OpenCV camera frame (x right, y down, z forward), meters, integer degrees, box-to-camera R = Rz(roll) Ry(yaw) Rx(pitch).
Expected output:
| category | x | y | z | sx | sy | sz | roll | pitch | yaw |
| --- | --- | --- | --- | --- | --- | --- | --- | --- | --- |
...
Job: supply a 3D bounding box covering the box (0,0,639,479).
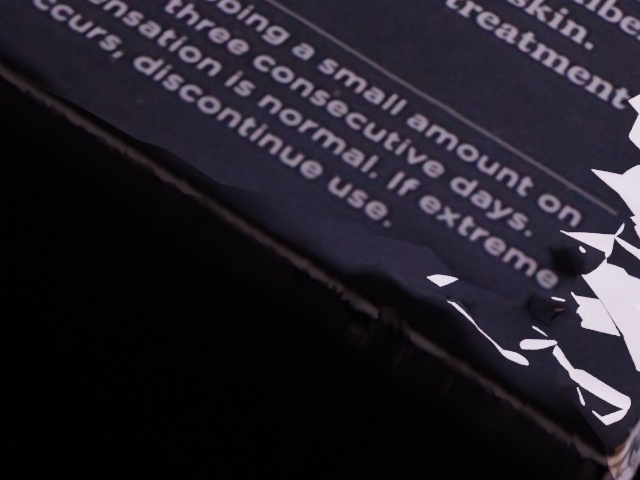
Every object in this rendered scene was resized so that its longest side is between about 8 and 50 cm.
| category | x | y | z | sx | sy | sz | roll | pitch | yaw |
| --- | --- | --- | --- | --- | --- | --- | --- | --- | --- |
| box | 0.000 | 0.000 | 0.709 | 0.472 | 0.297 | 0.480 | -47 | 166 | -43 |
